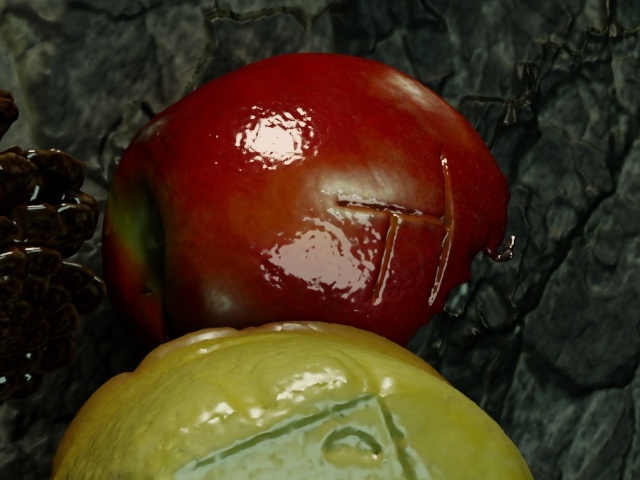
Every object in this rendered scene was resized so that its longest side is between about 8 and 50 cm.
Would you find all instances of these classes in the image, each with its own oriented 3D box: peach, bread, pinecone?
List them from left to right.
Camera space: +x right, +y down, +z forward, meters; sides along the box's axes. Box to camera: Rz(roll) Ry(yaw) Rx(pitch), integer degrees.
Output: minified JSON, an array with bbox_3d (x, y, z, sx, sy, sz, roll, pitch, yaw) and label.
[{"bbox_3d":[-0.194,-0.010,0.933,0.163,0.165,0.163,-22,145,-16],"label":"pinecone"},{"bbox_3d":[-0.010,0.174,0.918,0.270,0.148,0.269,-1,93,-19],"label":"bread"},{"bbox_3d":[0.000,0.000,1.051,0.226,0.196,0.190,-3,137,-31],"label":"peach"}]
